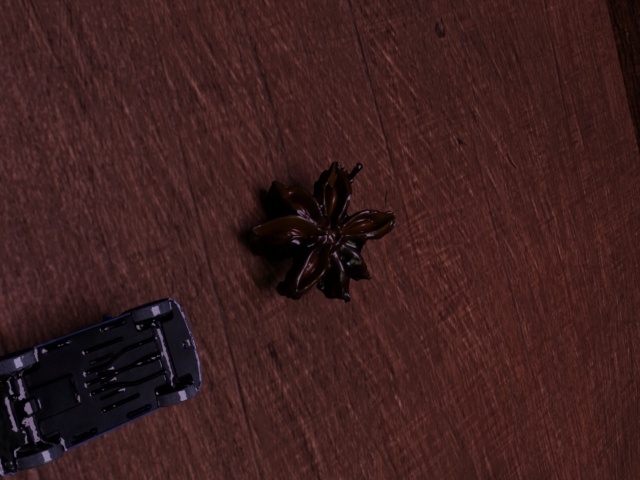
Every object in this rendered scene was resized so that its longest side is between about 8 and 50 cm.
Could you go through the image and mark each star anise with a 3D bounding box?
[{"bbox_3d":[0.000,0.000,1.595,0.220,0.126,0.190,-15,68,-27],"label":"star anise"}]

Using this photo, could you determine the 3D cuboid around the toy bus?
[{"bbox_3d":[-0.277,0.162,1.246,0.292,0.133,0.125,-20,95,-47],"label":"toy bus"}]
